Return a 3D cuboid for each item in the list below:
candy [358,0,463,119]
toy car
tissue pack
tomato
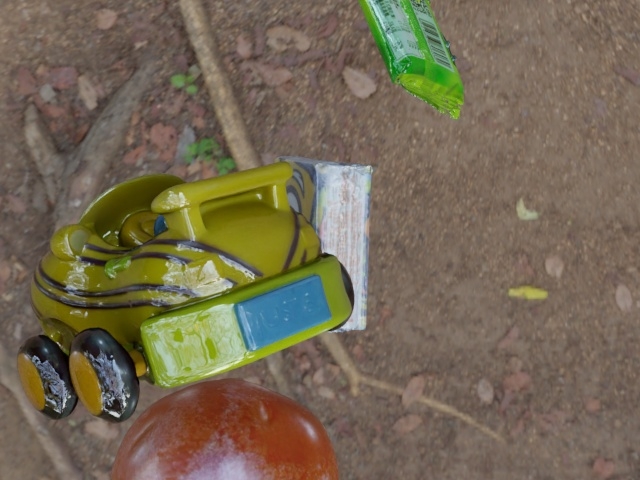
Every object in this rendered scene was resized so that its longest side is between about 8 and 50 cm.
[{"bbox_3d":[0.062,-0.184,0.754,0.032,0.102,0.178,-31,71,33],"label":"candy"},{"bbox_3d":[-0.100,0.024,0.631,0.248,0.200,0.142,-12,94,49],"label":"toy car"},{"bbox_3d":[0.000,0.000,0.843,0.060,0.109,0.148,-2,98,-22],"label":"tissue pack"},{"bbox_3d":[-0.095,0.230,0.921,0.232,0.188,0.232,-7,153,-4],"label":"tomato"}]
